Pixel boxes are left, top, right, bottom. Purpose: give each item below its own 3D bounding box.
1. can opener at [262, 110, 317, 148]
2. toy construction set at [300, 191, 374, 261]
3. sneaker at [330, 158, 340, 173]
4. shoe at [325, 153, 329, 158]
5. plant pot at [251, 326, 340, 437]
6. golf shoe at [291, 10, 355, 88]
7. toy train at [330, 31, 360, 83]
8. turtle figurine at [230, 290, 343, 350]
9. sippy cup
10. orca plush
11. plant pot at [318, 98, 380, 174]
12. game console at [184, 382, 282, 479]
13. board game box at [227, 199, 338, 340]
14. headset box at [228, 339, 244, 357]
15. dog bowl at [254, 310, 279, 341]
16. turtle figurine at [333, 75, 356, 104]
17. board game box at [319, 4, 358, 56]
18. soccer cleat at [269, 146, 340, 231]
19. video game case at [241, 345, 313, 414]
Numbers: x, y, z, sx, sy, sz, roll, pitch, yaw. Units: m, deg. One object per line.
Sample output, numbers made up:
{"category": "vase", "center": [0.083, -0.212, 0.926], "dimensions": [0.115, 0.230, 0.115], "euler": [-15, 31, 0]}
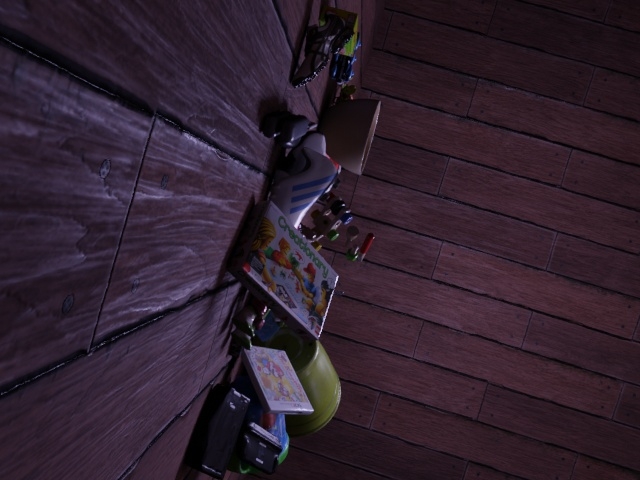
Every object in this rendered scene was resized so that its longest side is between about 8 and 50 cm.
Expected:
{"category": "can opener", "center": [-0.068, -0.237, 1.298], "dimensions": [0.283, 0.075, 0.095], "euler": [-60, 166, -71]}
{"category": "toy construction set", "center": [0.000, 0.000, 1.913], "dimensions": [0.257, 0.308, 0.237], "euler": [-61, 174, -38]}
{"category": "sneaker", "center": [0.036, -0.375, 2.429], "dimensions": [0.118, 0.107, 0.279], "euler": [48, 53, -64]}
{"category": "shoe", "center": [0.027, -0.382, 2.333], "dimensions": [0.178, 0.063, 0.081], "euler": [-62, 171, -48]}
{"category": "plant pot", "center": [-0.116, 0.473, 2.121], "dimensions": [0.353, 0.366, 0.367], "euler": [84, 20, -49]}
{"category": "golf shoe", "center": [-0.014, -0.440, 1.339], "dimensions": [0.198, 0.094, 0.077], "euler": [-50, -166, -9]}
{"category": "toy train", "center": [0.083, -0.622, 1.955], "dimensions": [0.105, 0.080, 0.184], "euler": [-91, -167, -70]}
{"category": "turtle figurine", "center": [-0.096, 0.182, 1.545], "dimensions": [0.266, 0.275, 0.197], "euler": [-46, -162, -32]}
{"category": "sippy cup", "center": [-0.207, 0.544, 1.776], "dimensions": [0.305, 0.239, 0.224], "euler": [-139, -130, -60]}
{"category": "orca plush", "center": [-0.058, -0.170, 1.584], "dimensions": [0.102, 0.151, 0.287], "euler": [-132, -142, -53]}
{"category": "plant pot", "center": [0.097, -0.406, 2.172], "dimensions": [0.284, 0.190, 0.284], "euler": [16, 90, -85]}
{"category": "game console", "center": [-0.211, 0.546, 1.556], "dimensions": [0.361, 0.043, 0.213], "euler": [51, 48, -44]}
{"category": "board game box", "center": [-0.078, 0.077, 1.364], "dimensions": [0.305, 0.053, 0.193], "euler": [48, 46, -37]}
{"category": "headset box", "center": [-0.224, 0.277, 1.618], "dimensions": [0.062, 0.032, 0.083], "euler": [-35, 143, -85]}
{"category": "dog bowl", "center": [-0.118, 0.161, 1.756], "dimensions": [0.297, 0.074, 0.166], "euler": [-56, -168, -21]}
{"category": "turtle figurine", "center": [0.096, -0.567, 2.330], "dimensions": [0.217, 0.087, 0.270], "euler": [91, 0, -62]}
{"category": "board game box", "center": [0.049, -0.552, 1.538], "dimensions": [0.181, 0.092, 0.043], "euler": [59, 47, -86]}
{"category": "soccer cleat", "center": [-0.094, -0.091, 1.478], "dimensions": [0.331, 0.143, 0.116], "euler": [-52, -161, -6]}
{"category": "video game case", "center": [-0.134, 0.418, 1.740], "dimensions": [0.026, 0.227, 0.206], "euler": [-44, 144, 18]}
